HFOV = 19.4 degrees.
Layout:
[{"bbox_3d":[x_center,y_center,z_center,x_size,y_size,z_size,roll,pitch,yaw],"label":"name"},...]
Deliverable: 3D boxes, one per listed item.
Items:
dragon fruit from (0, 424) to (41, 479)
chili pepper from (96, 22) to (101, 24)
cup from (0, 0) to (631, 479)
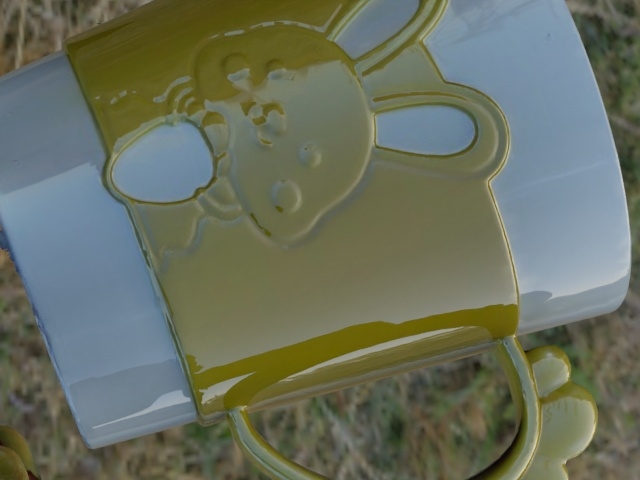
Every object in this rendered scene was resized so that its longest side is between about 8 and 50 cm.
[{"bbox_3d":[-0.191,0.147,0.862,0.133,0.208,0.150,28,80,-32],"label":"dragon fruit"},{"bbox_3d":[-0.117,-0.118,1.540,0.178,0.045,0.027,36,73,-6],"label":"chili pepper"},{"bbox_3d":[0.000,0.000,0.715,0.226,0.241,0.185,-19,165,-7],"label":"cup"}]
